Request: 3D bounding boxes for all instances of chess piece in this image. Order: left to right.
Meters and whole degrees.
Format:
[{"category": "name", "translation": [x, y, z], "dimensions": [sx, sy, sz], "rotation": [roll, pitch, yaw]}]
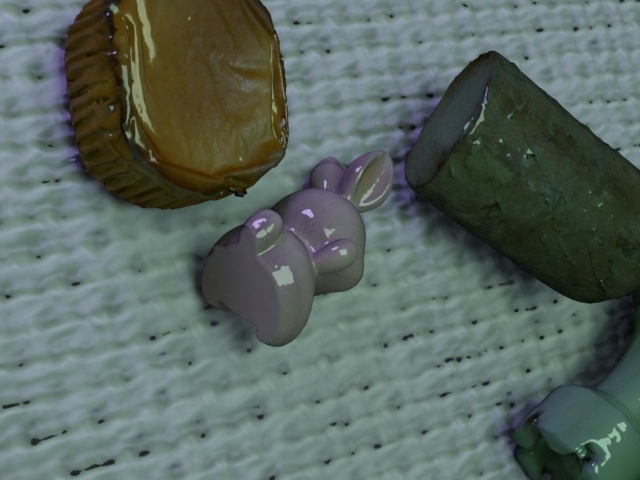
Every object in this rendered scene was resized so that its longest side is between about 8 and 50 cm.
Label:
[{"category": "chess piece", "translation": [0.336, 0.145, 1.258], "dimensions": [0.299, 0.194, 0.194], "rotation": [-37, 103, -25]}]

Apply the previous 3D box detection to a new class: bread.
[{"category": "bread", "translation": [-0.123, -0.124, 1.025], "dimensions": [0.199, 0.104, 0.199], "rotation": [6, 80, -38]}]

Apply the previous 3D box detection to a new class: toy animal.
[{"category": "toy animal", "translation": [0.000, 0.002, 1.085], "dimensions": [0.212, 0.124, 0.124], "rotation": [-34, 102, -41]}]

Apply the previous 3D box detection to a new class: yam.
[{"category": "yam", "translation": [0.208, -0.057, 1.210], "dimensions": [0.268, 0.161, 0.161], "rotation": [33, 65, -25]}]
